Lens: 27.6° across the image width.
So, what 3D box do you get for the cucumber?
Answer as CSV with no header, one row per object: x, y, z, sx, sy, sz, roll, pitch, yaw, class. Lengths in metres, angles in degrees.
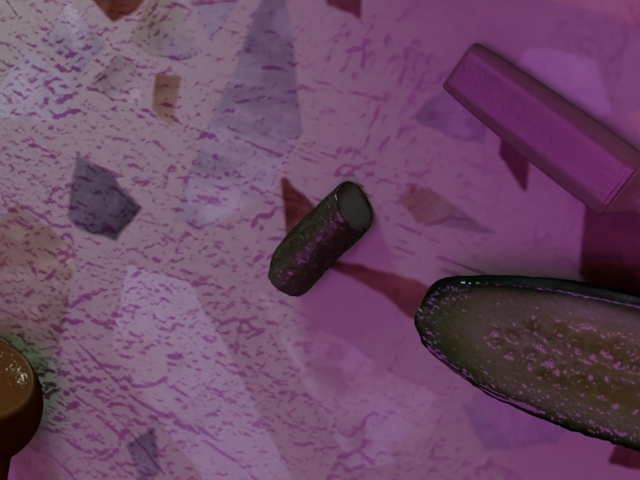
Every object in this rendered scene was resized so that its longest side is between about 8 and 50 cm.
0.189,0.074,0.926,0.244,0.063,0.115,18,115,16,cucumber

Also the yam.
0.000,0.000,0.992,0.043,0.043,0.094,48,114,5,yam

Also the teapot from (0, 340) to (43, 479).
-0.295,0.144,1.105,0.116,0.116,0.173,-46,57,22,teapot

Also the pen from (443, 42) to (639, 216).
0.176,-0.067,0.920,0.197,0.032,0.053,40,111,11,pen
